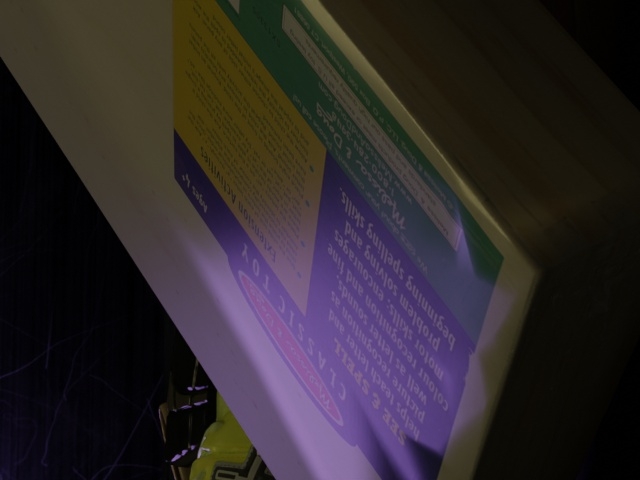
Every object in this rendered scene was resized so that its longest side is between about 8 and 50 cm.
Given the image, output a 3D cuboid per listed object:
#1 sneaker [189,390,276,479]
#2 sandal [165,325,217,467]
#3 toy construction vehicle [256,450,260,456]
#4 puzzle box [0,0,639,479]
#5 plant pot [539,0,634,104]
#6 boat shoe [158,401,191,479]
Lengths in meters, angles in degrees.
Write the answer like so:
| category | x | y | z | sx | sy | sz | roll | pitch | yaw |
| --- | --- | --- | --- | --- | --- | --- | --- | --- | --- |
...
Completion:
| category | x | y | z | sx | sy | sz | roll | pitch | yaw |
| --- | --- | --- | --- | --- | --- | --- | --- | --- | --- |
| sneaker | -0.038 | 0.181 | 0.883 | 0.145 | 0.147 | 0.385 | 98 | 170 | -51 |
| sandal | -0.047 | 0.105 | 1.209 | 0.303 | 0.086 | 0.120 | 163 | 114 | -66 |
| toy construction vehicle | 0.001 | 0.108 | 0.813 | 0.098 | 0.035 | 0.086 | -8 | 76 | 37 |
| puzzle box | -0.046 | -0.074 | 0.575 | 0.409 | 0.052 | 0.272 | 54 | 158 | 25 |
| plant pot | 0.052 | -0.064 | 0.581 | 0.236 | 0.032 | 0.236 | 176 | 90 | -74 |
| boat shoe | -0.088 | 0.265 | 1.409 | 0.104 | 0.089 | 0.285 | 105 | 164 | -57 |
